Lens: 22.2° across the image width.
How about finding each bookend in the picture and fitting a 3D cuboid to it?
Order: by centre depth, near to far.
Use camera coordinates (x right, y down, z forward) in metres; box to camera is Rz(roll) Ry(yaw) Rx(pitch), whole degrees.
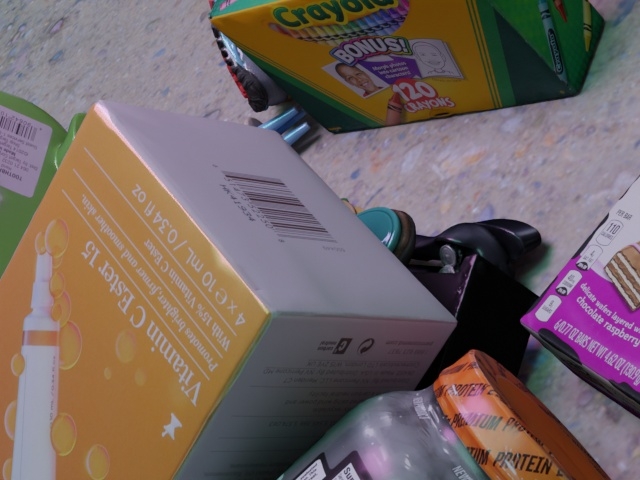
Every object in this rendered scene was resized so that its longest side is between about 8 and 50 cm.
[{"bbox_3d":[0.050,0.095,1.118,0.157,0.072,0.156,-2,63,48],"label":"bookend"}]

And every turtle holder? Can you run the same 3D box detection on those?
[{"bbox_3d":[-0.333,0.022,1.545,0.227,0.243,0.320,-43,60,49],"label":"turtle holder"}]

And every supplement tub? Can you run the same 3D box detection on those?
[{"bbox_3d":[0.023,0.221,0.929,0.316,0.193,0.193,-43,34,8],"label":"supplement tub"}]

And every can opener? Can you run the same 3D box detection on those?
[{"bbox_3d":[0.080,0.017,1.208,0.186,0.073,0.059,-3,93,52],"label":"can opener"}]

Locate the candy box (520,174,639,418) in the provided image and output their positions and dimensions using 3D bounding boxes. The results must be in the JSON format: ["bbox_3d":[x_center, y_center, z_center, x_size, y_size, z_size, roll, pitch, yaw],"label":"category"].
[{"bbox_3d":[0.252,0.005,0.992,0.233,0.071,0.159,-50,32,-3],"label":"candy box"}]

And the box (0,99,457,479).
[{"bbox_3d":[-0.109,0.117,1.062,0.215,0.168,0.345,47,117,35],"label":"box"}]

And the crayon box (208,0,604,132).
[{"bbox_3d":[0.064,-0.178,1.310,0.278,0.165,0.081,-5,53,47],"label":"crayon box"}]

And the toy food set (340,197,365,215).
[{"bbox_3d":[0.000,0.000,1.336,0.083,0.020,0.082,-53,33,-6],"label":"toy food set"}]

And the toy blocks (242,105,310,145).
[{"bbox_3d":[-0.070,-0.050,1.437,0.148,0.054,0.123,-34,35,20],"label":"toy blocks"}]

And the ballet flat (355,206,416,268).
[{"bbox_3d":[-0.023,0.078,1.214,0.280,0.096,0.095,-35,37,20],"label":"ballet flat"}]

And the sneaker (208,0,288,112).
[{"bbox_3d":[-0.023,-0.220,1.497,0.125,0.104,0.262,-17,35,20],"label":"sneaker"}]
